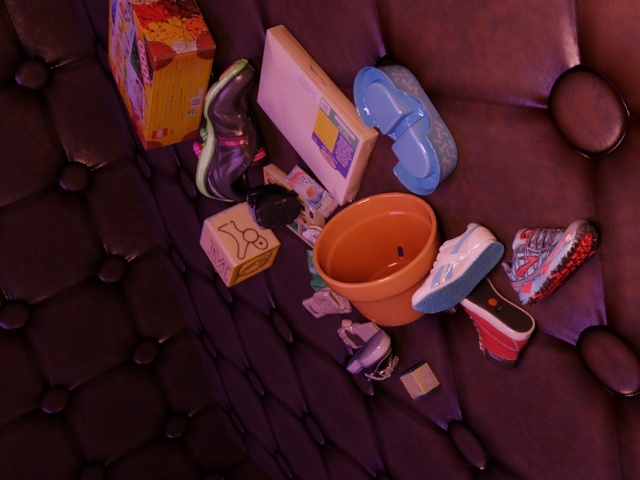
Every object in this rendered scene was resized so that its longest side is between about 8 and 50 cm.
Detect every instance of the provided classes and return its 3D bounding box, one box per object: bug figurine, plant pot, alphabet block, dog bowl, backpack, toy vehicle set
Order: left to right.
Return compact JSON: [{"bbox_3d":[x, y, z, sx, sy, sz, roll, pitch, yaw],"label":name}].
[{"bbox_3d":[-0.363,-0.272,2.592,0.216,0.072,0.279,60,155,5],"label":"bug figurine"},{"bbox_3d":[-0.276,0.010,2.571,0.197,0.192,0.193,57,156,15],"label":"alphabet block"},{"bbox_3d":[-0.149,-0.099,2.194,0.182,0.152,0.115,-141,42,-62],"label":"backpack"},{"bbox_3d":[-0.078,-0.101,2.264,0.267,0.035,0.165,40,146,39],"label":"toy vehicle set"},{"bbox_3d":[0.152,0.059,1.738,0.291,0.291,0.203,32,157,47],"label":"plant pot"},{"bbox_3d":[0.182,-0.242,1.591,0.297,0.074,0.166,58,155,7],"label":"dog bowl"}]

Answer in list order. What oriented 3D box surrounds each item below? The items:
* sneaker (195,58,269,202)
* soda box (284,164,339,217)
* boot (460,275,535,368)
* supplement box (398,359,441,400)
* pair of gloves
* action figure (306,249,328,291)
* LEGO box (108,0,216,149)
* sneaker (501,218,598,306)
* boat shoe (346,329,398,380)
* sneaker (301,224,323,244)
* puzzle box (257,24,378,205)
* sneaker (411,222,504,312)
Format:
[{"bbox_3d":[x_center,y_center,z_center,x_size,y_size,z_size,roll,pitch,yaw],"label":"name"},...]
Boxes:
[{"bbox_3d":[-0.234,-0.313,2.214,0.202,0.185,0.482,24,133,10],"label":"sneaker"},{"bbox_3d":[-0.025,-0.134,2.053,0.063,0.058,0.183,36,-175,-42],"label":"soda box"},{"bbox_3d":[0.350,0.173,1.673,0.244,0.088,0.176,43,150,28],"label":"boot"},{"bbox_3d":[0.270,0.382,2.057,0.083,0.056,0.083,59,155,9],"label":"supplement box"},{"bbox_3d":[0.075,0.228,2.229,0.240,0.042,0.204,42,150,-5],"label":"pair of gloves"},{"bbox_3d":[0.055,0.098,2.178,0.232,0.064,0.137,9,121,52],"label":"action figure"},{"bbox_3d":[-0.512,-0.581,2.372,0.372,0.193,0.500,64,156,17],"label":"LEGO box"},{"bbox_3d":[0.406,0.024,1.397,0.125,0.104,0.262,56,154,19],"label":"sneaker"},{"bbox_3d":[0.160,0.343,2.143,0.105,0.113,0.306,35,152,2],"label":"boat shoe"},{"bbox_3d":[0.000,0.000,2.141,0.135,0.058,0.052,19,136,26],"label":"sneaker"},{"bbox_3d":[-0.020,-0.315,1.925,0.409,0.052,0.272,52,153,20],"label":"puzzle box"},{"bbox_3d":[0.277,0.063,1.588,0.087,0.229,0.092,33,-161,-43],"label":"sneaker"}]
